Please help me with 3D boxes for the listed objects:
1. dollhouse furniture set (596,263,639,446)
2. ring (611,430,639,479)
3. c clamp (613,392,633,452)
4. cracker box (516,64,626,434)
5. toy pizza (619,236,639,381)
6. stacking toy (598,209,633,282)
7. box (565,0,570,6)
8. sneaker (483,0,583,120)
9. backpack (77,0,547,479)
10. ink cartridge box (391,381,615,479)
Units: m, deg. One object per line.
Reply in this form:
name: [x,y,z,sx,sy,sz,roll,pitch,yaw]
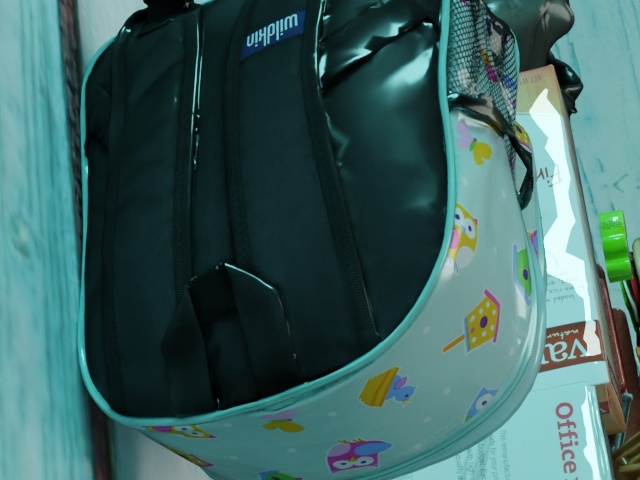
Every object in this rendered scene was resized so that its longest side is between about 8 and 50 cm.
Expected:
dollhouse furniture set: [0.168,0.216,1.122,0.201,0.152,0.374,42,38,-68]
ring: [0.140,0.228,0.792,0.032,0.336,0.336,28,29,-11]
c clamp: [0.122,0.166,0.989,0.022,0.161,0.137,-172,-97,-67]
cracker box: [0.085,0.016,0.943,0.067,0.156,0.232,60,21,-52]
toy pizza: [0.258,0.093,1.200,0.201,0.032,0.201,-11,90,-76]
stacking toy: [0.289,0.068,1.055,0.052,0.167,0.221,10,67,-76]
box: [0.126,-0.249,1.374,0.156,0.158,0.093,40,39,-69]
sneaker: [0.149,-0.093,1.290,0.286,0.130,0.109,89,-16,-53]
backpack: [0.000,0.000,0.564,0.144,0.166,0.188,52,29,-42]
ink cartridge box: [0.076,0.143,0.788,0.063,0.151,0.109,62,20,-47]
